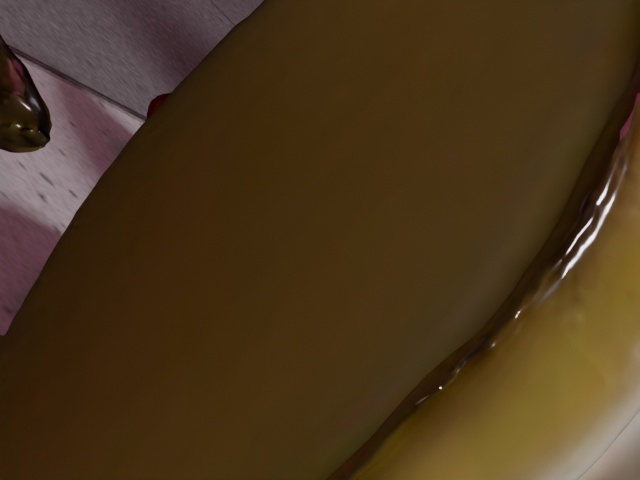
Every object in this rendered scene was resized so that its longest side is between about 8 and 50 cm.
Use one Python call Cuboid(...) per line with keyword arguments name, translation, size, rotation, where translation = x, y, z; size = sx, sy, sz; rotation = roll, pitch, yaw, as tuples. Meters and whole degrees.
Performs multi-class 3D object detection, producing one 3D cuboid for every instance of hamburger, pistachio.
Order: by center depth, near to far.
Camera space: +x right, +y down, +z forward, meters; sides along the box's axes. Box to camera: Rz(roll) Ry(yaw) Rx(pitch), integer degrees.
Cuboid(name="hamburger", translation=(0.038, 0.032, 0.523), size=(0.186, 0.261, 0.303), rotation=(42, 14, -29))
Cuboid(name="pistachio", translation=(-0.174, -0.096, 0.796), size=(0.173, 0.049, 0.089), rotation=(51, -13, 42))

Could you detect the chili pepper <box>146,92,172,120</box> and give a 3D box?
Cuboid(name="chili pepper", translation=(0.000, 0.000, 0.960), size=(0.144, 0.136, 0.252), rotation=(-6, 38, -42))
